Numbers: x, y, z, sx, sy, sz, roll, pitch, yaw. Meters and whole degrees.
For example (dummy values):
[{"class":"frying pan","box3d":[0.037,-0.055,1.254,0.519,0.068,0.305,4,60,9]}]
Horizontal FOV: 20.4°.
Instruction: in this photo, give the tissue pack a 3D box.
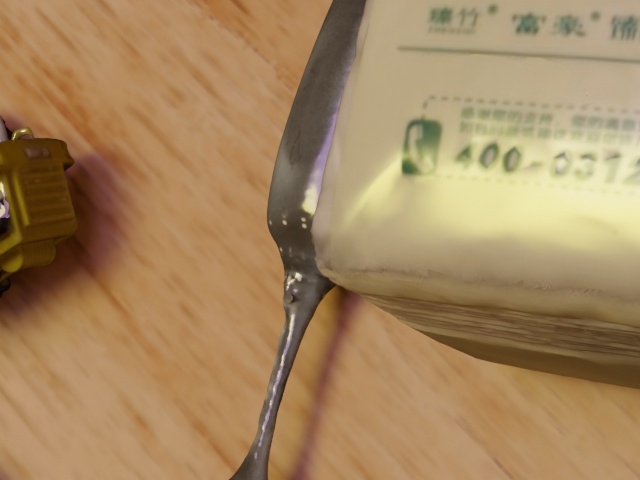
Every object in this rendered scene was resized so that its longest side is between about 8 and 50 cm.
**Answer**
[{"class":"tissue pack","box3d":[0.221,-0.080,0.641,0.380,0.207,0.297,10,80,28]}]

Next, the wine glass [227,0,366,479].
[{"class":"wine glass","box3d":[0.000,0.000,0.804,0.074,0.074,0.262,10,78,28]}]

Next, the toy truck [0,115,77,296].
[{"class":"toy truck","box3d":[-0.257,0.014,0.889,0.286,0.136,0.111,-23,86,19]}]
